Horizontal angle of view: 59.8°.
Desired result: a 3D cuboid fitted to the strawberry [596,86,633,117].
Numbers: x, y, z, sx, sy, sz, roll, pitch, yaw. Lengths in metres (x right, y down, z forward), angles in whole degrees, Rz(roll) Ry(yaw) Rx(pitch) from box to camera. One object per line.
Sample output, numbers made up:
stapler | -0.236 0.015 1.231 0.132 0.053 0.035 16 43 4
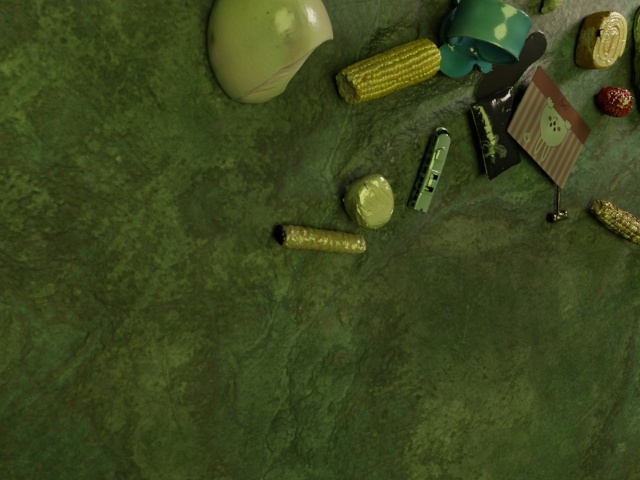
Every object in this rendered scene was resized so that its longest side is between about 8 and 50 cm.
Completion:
strawberry | 0.812 -0.385 1.536 0.096 0.083 0.083 20 97 7

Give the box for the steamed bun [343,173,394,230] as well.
steamed bun | 0.111 -0.092 1.281 0.112 0.091 0.130 -31 116 -17

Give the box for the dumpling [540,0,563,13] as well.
dumpling | 0.587 -0.601 1.389 0.059 0.043 0.077 15 95 -50

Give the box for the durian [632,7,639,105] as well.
durian | 0.946 -0.479 1.555 0.132 0.106 0.375 -21 108 -13

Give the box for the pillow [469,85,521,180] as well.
pillow | 0.448 -0.268 1.409 0.141 0.055 0.208 -27 115 -23

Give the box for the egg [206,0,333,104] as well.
egg | -0.095 -0.401 1.058 0.271 0.162 0.206 -50 120 -6

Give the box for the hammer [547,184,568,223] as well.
hammer | 0.662 -0.192 1.550 0.058 0.029 0.292 -15 109 -23

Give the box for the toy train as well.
toy train | 0.270 -0.173 1.359 0.043 0.047 0.207 13 100 -29

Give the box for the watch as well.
watch | 0.372 -0.461 1.241 0.211 0.193 0.211 -7 108 -21

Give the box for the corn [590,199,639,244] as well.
corn | 0.898 -0.055 1.666 0.237 0.079 0.079 23 94 -27

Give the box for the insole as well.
insole | 0.485 -0.435 1.408 0.253 0.005 0.086 -41 118 -9

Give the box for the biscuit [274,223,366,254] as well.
biscuit | 0.000 0.000 1.274 0.219 0.061 0.055 5 123 -27

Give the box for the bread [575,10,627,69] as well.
bread | 0.745 -0.525 1.464 0.122 0.073 0.149 2 104 -28

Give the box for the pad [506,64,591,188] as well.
pad | 0.613 -0.293 1.478 0.300 0.005 0.202 33 81 -33

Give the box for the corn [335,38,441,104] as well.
corn | 0.152 -0.371 1.220 0.244 0.093 0.093 -24 113 -18
